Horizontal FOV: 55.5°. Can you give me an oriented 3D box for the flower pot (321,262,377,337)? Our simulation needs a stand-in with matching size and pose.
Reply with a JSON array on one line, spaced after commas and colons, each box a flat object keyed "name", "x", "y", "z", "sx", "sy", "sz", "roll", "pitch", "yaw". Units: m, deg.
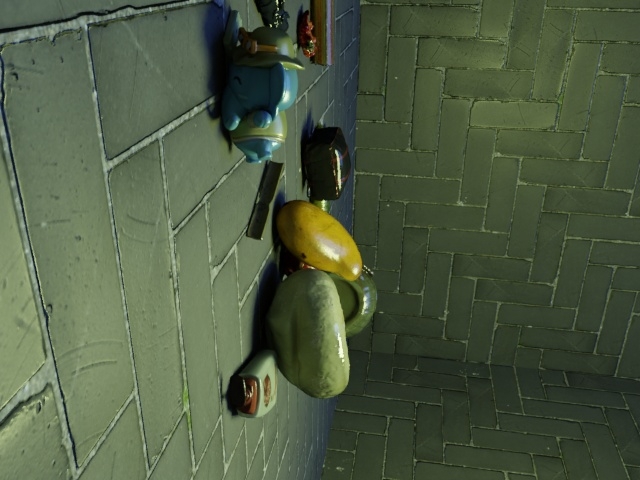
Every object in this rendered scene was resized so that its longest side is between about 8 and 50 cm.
[{"name": "flower pot", "x": 0.063, "y": 0.191, "z": 2.170, "sx": 0.213, "sy": 0.301, "sz": 0.302, "roll": -2, "pitch": 96, "yaw": -81}]

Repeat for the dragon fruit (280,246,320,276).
[{"name": "dragon fruit", "x": -0.049, "y": 0.054, "z": 1.833, "sx": 0.136, "sy": 0.133, "sz": 0.166, "roll": 25, "pitch": 71, "yaw": -74}]

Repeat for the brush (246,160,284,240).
[{"name": "brush", "x": -0.132, "y": -0.096, "z": 1.481, "sx": 0.036, "sy": 0.043, "sz": 0.248, "roll": 95, "pitch": 5, "yaw": -53}]

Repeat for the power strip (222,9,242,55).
[{"name": "power strip", "x": -0.167, "y": -0.394, "z": 1.158, "sx": 0.040, "sy": 0.016, "sz": 0.090, "roll": 78, "pitch": 19, "yaw": -65}]

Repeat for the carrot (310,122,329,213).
[{"name": "carrot", "x": -0.003, "y": -0.245, "z": 2.207, "sx": 0.074, "sy": 0.074, "sz": 0.359, "roll": -65, "pitch": 156, "yaw": -68}]

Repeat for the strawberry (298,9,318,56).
[{"name": "strawberry", "x": -0.043, "y": -0.615, "z": 1.814, "sx": 0.104, "sy": 0.048, "sz": 0.152, "roll": 62, "pitch": 17, "yaw": -63}]

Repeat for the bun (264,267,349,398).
[{"name": "bun", "x": -0.039, "y": 0.255, "z": 1.669, "sx": 0.365, "sy": 0.219, "sz": 0.365, "roll": -10, "pitch": 90, "yaw": -89}]

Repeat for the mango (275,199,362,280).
[{"name": "mango", "x": -0.005, "y": 0.002, "z": 1.732, "sx": 0.295, "sy": 0.120, "sz": 0.177, "roll": 42, "pitch": 41, "yaw": -21}]

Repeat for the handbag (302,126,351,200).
[{"name": "handbag", "x": 0.023, "y": -0.263, "z": 2.057, "sx": 0.169, "sy": 0.155, "sz": 0.215, "roll": -61, "pitch": 148, "yaw": -54}]

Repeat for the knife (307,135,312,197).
[{"name": "knife", "x": -0.036, "y": -0.254, "z": 2.134, "sx": 0.045, "sy": 0.021, "sz": 0.222, "roll": -68, "pitch": 160, "yaw": -73}]

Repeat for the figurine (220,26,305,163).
[{"name": "figurine", "x": -0.109, "y": -0.268, "z": 1.153, "sx": 0.180, "sy": 0.153, "sz": 0.262, "roll": -74, "pitch": 169, "yaw": -73}]

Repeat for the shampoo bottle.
[{"name": "shampoo bottle", "x": -0.158, "y": 0.345, "z": 1.431, "sx": 0.284, "sy": 0.071, "sz": 0.153, "roll": 40, "pitch": 54, "yaw": -82}]

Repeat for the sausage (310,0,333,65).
[{"name": "sausage", "x": 0.003, "y": -0.756, "z": 1.962, "sx": 0.082, "sy": 0.082, "sz": 0.372, "roll": -69, "pitch": 161, "yaw": -63}]

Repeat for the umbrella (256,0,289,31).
[{"name": "umbrella", "x": -0.102, "y": -0.508, "z": 1.397, "sx": 0.248, "sy": 0.070, "sz": 0.071, "roll": 79, "pitch": 17, "yaw": -75}]
